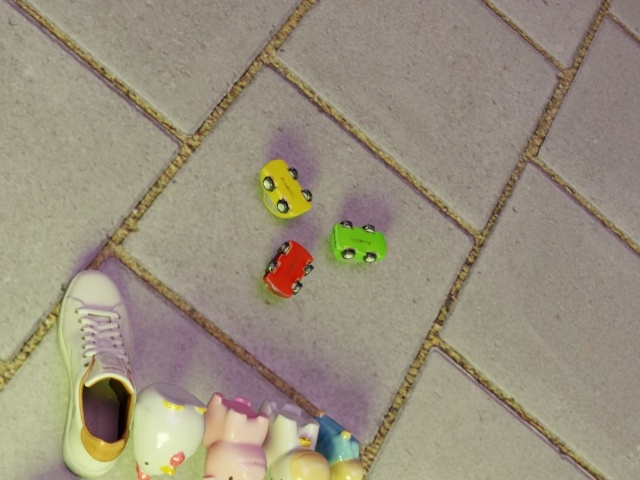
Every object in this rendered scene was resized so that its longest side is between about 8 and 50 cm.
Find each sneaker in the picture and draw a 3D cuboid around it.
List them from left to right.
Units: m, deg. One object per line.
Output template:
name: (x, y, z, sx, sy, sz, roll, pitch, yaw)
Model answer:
sneaker: (-0.283, 0.158, 1.621, 0.105, 0.123, 0.290, 7, 60, -28)

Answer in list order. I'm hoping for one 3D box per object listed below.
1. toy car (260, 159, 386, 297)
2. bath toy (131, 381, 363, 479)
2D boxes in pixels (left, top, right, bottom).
toy car: (0.000, 0.000, 1.935, 0.225, 0.053, 0.239, 12, 60, -28)
bath toy: (-0.106, 0.287, 1.640, 0.348, 0.151, 0.129, 18, 100, -37)
